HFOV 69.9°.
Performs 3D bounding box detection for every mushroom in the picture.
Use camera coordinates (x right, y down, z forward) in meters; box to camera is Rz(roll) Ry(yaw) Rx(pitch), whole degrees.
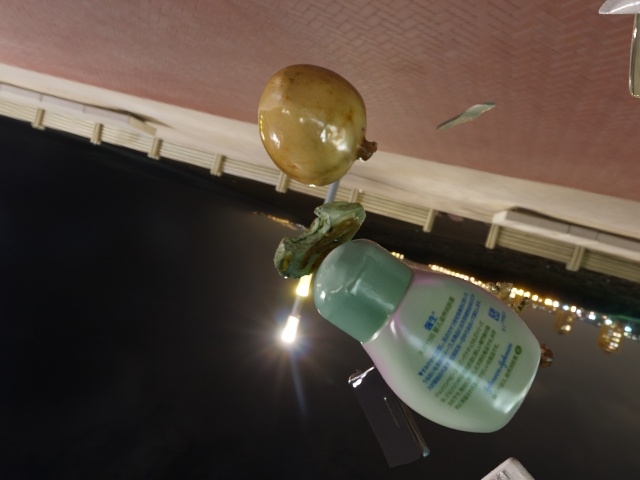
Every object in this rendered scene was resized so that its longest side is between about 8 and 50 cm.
[{"bbox_3d":[0.631,0.342,1.353,0.060,0.061,0.187,47,172,11],"label":"mushroom"}]

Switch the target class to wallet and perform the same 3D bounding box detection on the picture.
[{"bbox_3d":[0.161,0.423,1.123,0.044,0.250,0.149,-9,155,-39],"label":"wallet"}]

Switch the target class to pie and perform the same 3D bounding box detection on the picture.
[{"bbox_3d":[0.002,0.001,1.209,0.067,0.302,0.302,49,-168,17],"label":"pie"}]

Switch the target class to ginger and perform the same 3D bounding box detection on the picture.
[{"bbox_3d":[0.658,0.220,1.620,0.194,0.176,0.052,4,-152,-8],"label":"ginger"}]

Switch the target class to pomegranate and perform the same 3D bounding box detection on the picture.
[{"bbox_3d":[-0.023,-0.279,1.114,0.308,0.306,0.307,16,-179,0],"label":"pomegranate"}]

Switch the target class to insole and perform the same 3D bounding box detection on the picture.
[{"bbox_3d":[0.310,-0.266,0.992,0.063,0.010,0.192,-10,-178,-12],"label":"insole"}]

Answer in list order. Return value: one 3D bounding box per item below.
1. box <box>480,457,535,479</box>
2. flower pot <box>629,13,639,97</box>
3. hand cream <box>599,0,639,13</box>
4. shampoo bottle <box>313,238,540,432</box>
[{"bbox_3d":[0.555,0.726,1.189,0.285,0.142,0.044,50,-164,26],"label":"box"},{"bbox_3d":[0.722,-0.402,0.829,0.244,0.306,0.308,11,178,38],"label":"flower pot"},{"bbox_3d":[0.516,-0.326,0.548,0.089,0.139,0.314,41,-178,-31],"label":"hand cream"},{"bbox_3d":[0.148,0.132,0.719,0.350,0.221,0.151,34,167,0],"label":"shampoo bottle"}]
